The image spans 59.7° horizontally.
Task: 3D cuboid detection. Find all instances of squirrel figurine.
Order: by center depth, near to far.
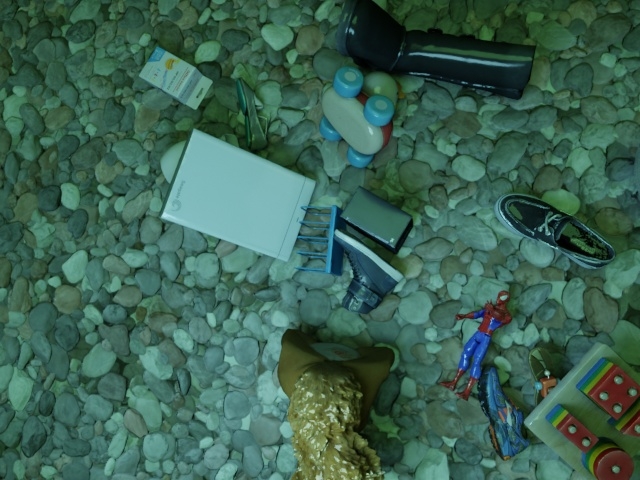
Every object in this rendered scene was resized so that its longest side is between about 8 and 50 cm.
[{"bbox_3d":[0.011,0.442,1.263,0.280,0.397,0.371,9,98,2],"label":"squirrel figurine"}]

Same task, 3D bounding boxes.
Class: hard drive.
[{"bbox_3d":[-0.204,-0.109,1.432,0.352,0.047,0.233,21,88,-25],"label":"hard drive"}]

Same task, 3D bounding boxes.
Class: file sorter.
[{"bbox_3d":[0.000,0.000,1.450,0.104,0.118,0.171,4,84,17],"label":"file sorter"}]

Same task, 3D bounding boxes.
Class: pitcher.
[{"bbox_3d":[-0.331,-0.224,1.509,0.207,0.178,0.126,-18,88,7],"label":"pitcher"}]

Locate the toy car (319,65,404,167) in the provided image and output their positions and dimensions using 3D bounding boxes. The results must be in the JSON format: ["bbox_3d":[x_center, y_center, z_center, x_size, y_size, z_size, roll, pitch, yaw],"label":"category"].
[{"bbox_3d":[0.145,-0.356,1.454,0.238,0.219,0.210,-38,76,-25],"label":"toy car"}]

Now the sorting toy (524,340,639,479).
[{"bbox_3d":[0.644,0.409,1.248,0.255,0.089,0.257,41,92,-10],"label":"sorting toy"}]

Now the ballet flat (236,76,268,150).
[{"bbox_3d":[-0.188,-0.355,1.564,0.068,0.072,0.214,-8,81,-18],"label":"ballet flat"}]

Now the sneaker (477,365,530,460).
[{"bbox_3d":[0.441,0.410,1.346,0.087,0.083,0.222,-14,86,-5],"label":"sneaker"}]

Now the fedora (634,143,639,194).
[{"bbox_3d":[0.846,-0.141,1.305,0.243,0.124,0.276,5,76,9],"label":"fedora"}]

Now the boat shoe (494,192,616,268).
[{"bbox_3d":[0.568,-0.029,1.355,0.301,0.102,0.108,35,90,12],"label":"boat shoe"}]

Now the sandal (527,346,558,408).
[{"bbox_3d":[0.532,0.336,1.340,0.072,0.049,0.180,-17,99,-4],"label":"sandal"}]

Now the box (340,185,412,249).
[{"bbox_3d":[0.146,-0.048,1.408,0.155,0.158,0.093,31,89,12],"label":"box"}]

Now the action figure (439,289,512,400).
[{"bbox_3d":[0.366,0.232,1.345,0.139,0.091,0.281,32,87,-31],"label":"action figure"}]

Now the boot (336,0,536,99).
[{"bbox_3d":[0.286,-0.454,1.337,0.444,0.367,0.146,19,104,11],"label":"boot"}]

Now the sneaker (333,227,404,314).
[{"bbox_3d":[0.084,0.087,1.403,0.226,0.086,0.163,39,95,-20],"label":"sneaker"}]

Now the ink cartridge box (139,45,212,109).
[{"bbox_3d":[-0.418,-0.470,1.614,0.181,0.061,0.104,31,90,12],"label":"ink cartridge box"}]

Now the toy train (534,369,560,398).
[{"bbox_3d":[0.589,0.362,1.301,0.166,0.046,0.125,-6,103,-6],"label":"toy train"}]
